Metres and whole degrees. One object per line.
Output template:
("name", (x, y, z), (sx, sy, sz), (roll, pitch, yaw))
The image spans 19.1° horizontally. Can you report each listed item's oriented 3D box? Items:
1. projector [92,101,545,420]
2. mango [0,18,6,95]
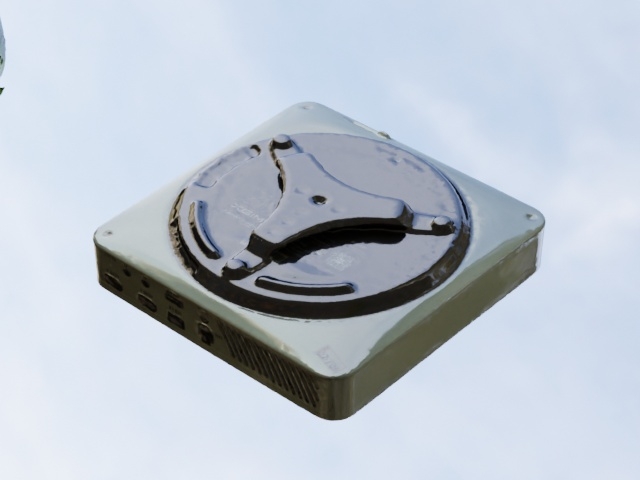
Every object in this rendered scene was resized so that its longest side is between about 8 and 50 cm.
("projector", (0.000, 0.000, 1.460), (0.257, 0.259, 0.079), (28, -44, 31))
("mango", (-0.300, -0.157, 1.444), (0.100, 0.119, 0.178), (4, -16, 21))
